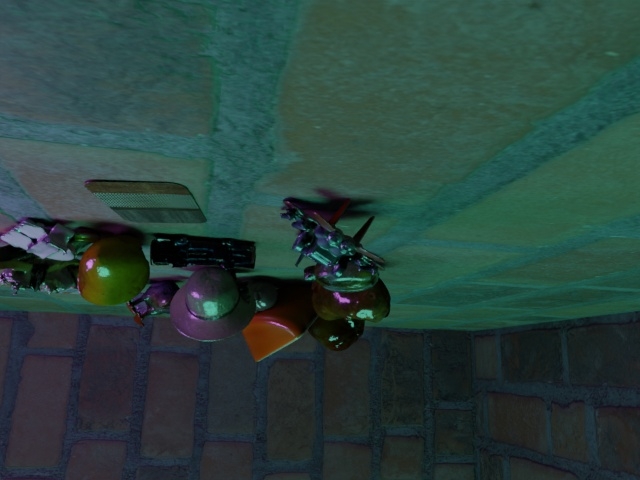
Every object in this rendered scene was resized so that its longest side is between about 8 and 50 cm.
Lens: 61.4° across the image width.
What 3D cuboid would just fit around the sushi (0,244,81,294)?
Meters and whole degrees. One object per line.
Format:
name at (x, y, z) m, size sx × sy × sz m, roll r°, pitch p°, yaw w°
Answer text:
sushi at (-0.725, 0.071, 1.336) m, size 0.139 × 0.131 × 0.291 m, roll -6°, pitch 173°, yaw 25°

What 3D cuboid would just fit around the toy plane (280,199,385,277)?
toy plane at (-0.003, 0.006, 1.019) m, size 0.223 × 0.104 × 0.326 m, roll 34°, pitch 161°, yaw -14°

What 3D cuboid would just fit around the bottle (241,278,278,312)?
bottle at (-0.251, 0.188, 1.787) m, size 0.253 × 0.120 × 0.120 m, roll -8°, pitch 164°, yaw 37°

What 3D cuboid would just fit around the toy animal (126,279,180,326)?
toy animal at (-0.560, 0.208, 1.838) m, size 0.185 × 0.122 × 0.298 m, roll -32°, pitch -170°, yaw -29°

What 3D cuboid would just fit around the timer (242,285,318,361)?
timer at (-0.110, 0.265, 1.836) m, size 0.250 × 0.161 × 0.257 m, roll -17°, pitch -165°, yaw 34°

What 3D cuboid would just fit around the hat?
hat at (-0.314, 0.152, 1.552) m, size 0.257 × 0.257 × 0.130 m, roll 2°, pitch 135°, yaw -2°

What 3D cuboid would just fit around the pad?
pad at (-0.225, -0.036, 0.967) m, size 0.323 × 0.055 × 0.250 m, roll 19°, pitch 167°, yaw 3°

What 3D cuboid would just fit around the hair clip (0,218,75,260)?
hair clip at (-0.596, 0.010, 1.163) m, size 0.140 × 0.054 × 0.220 m, roll 31°, pitch 151°, yaw -34°

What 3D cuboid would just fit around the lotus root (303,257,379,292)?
lotus root at (0.052, 0.083, 1.375) m, size 0.192 × 0.088 × 0.113 m, roll -1°, pitch 150°, yaw 14°

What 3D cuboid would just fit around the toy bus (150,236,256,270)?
toy bus at (-0.268, 0.033, 1.239) m, size 0.235 × 0.073 × 0.096 m, roll 4°, pitch 173°, yaw -14°

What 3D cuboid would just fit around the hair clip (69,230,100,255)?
hair clip at (-0.548, 0.006, 1.228) m, size 0.060 × 0.033 × 0.188 m, roll 10°, pitch 158°, yaw -38°

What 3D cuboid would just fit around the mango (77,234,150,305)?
mango at (-0.463, 0.063, 1.206) m, size 0.167 × 0.130 × 0.262 m, roll -36°, pitch 173°, yaw -29°

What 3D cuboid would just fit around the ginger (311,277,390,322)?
ginger at (0.069, 0.149, 1.533) m, size 0.165 × 0.172 × 0.321 m, roll -34°, pitch -169°, yaw -27°

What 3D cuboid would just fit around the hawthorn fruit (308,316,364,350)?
hawthorn fruit at (0.040, 0.301, 2.076) m, size 0.261 × 0.224 × 0.224 m, roll 17°, pitch 179°, yaw 38°
